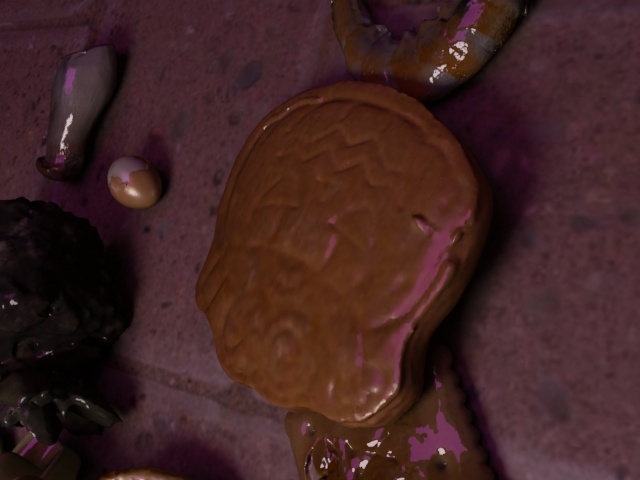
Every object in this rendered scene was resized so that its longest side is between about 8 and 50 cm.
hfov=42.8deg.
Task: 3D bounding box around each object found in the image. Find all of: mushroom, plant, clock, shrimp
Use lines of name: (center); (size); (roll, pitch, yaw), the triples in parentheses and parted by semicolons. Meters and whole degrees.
mushroom: (-0.369, -0.199, 1.245); (0.116, 0.093, 0.225); (2, 85, 48)
plant: (-0.376, 0.121, 1.057); (0.213, 0.215, 0.312); (-24, 65, 24)
clock: (-0.398, 0.351, 0.947); (0.096, 0.308, 0.235); (41, 85, -6)
shrimp: (0.110, -0.242, 0.934); (0.287, 0.068, 0.185); (10, 81, 47)

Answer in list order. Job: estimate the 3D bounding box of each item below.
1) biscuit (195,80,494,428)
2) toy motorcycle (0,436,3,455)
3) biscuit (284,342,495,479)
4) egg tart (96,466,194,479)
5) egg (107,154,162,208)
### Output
biscuit: (-0.002, -0.001, 0.888); (0.385, 0.062, 0.365); (21, 89, 48)
toy motorcycle: (-0.602, 0.381, 1.167); (0.200, 0.191, 0.326); (33, 109, 42)
biscuit: (0.079, 0.277, 0.785); (0.217, 0.044, 0.325); (-30, 60, 26)
egg tart: (-0.206, 0.387, 0.854); (0.290, 0.115, 0.290); (-3, 72, 10)
egg: (-0.255, -0.079, 1.126); (0.083, 0.071, 0.071); (35, 96, 35)
